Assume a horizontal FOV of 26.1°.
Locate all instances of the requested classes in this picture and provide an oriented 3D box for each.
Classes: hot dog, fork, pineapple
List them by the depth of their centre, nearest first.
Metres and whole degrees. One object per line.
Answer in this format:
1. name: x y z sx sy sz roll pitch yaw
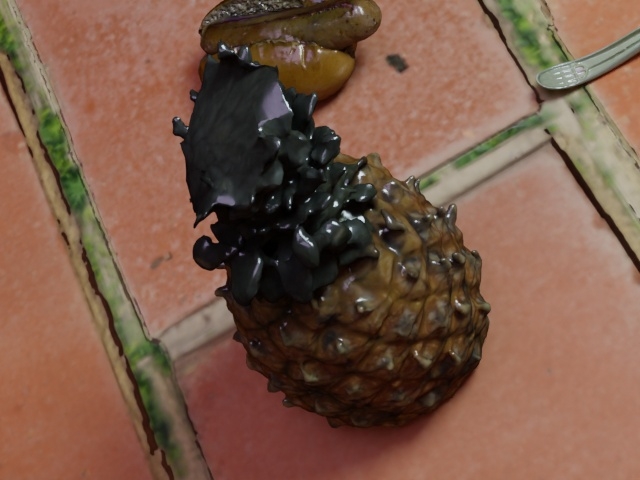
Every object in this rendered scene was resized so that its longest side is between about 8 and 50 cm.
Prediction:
1. pineapple: 0.000 0.000 0.759 0.158 0.279 0.158 -9 62 17
2. fork: 0.236 -0.150 0.872 0.219 0.028 0.034 -24 63 11
3. hot dog: -0.023 -0.136 0.959 0.140 0.060 0.090 7 74 22
